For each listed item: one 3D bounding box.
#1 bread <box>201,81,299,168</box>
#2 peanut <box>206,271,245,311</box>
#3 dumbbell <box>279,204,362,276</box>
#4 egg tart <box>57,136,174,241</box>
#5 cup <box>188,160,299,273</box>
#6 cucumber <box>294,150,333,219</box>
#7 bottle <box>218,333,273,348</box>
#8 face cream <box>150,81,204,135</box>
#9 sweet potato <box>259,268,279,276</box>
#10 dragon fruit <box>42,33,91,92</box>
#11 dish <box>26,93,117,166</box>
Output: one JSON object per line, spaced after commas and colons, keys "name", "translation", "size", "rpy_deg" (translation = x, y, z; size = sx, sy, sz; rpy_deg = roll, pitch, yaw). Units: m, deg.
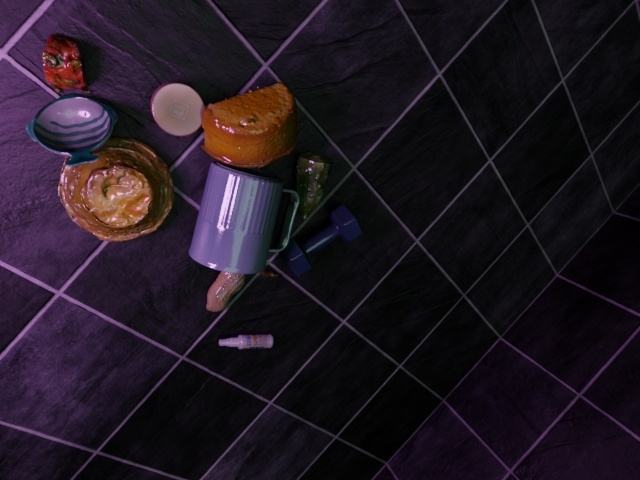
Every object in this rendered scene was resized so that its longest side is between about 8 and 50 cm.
{"name": "bread", "translation": [-0.186, -0.343, 1.257], "size": [0.339, 0.179, 0.194], "rpy_deg": [-28, 152, -25]}
{"name": "peanut", "translation": [-0.352, 0.173, 1.500], "size": [0.214, 0.090, 0.098], "rpy_deg": [-54, 152, 5]}
{"name": "dumbbell", "translation": [0.000, 0.000, 1.560], "size": [0.324, 0.144, 0.160], "rpy_deg": [-34, 123, -10]}
{"name": "egg tart", "translation": [-0.609, -0.142, 1.224], "size": [0.340, 0.129, 0.342], "rpy_deg": [-9, 115, -20]}
{"name": "cup", "translation": [-0.239, -0.075, 1.339], "size": [0.330, 0.257, 0.312], "rpy_deg": [12, 104, -13]}
{"name": "cucumber", "translation": [-0.036, -0.193, 1.477], "size": [0.134, 0.134, 0.245], "rpy_deg": [3, 113, -26]}
{"name": "bottle", "translation": [-0.301, 0.410, 1.641], "size": [0.217, 0.060, 0.060], "rpy_deg": [7, 108, -28]}
{"name": "face cream", "translation": [-0.428, -0.395, 1.212], "size": [0.149, 0.104, 0.149], "rpy_deg": [-10, 115, -22]}
{"name": "sweet potato", "translation": [-0.225, 0.109, 1.562], "size": [0.041, 0.038, 0.153], "rpy_deg": [-35, 127, 19]}
{"name": "dragon fruit", "translation": [-0.675, -0.464, 1.072], "size": [0.102, 0.096, 0.147], "rpy_deg": [-7, 116, -26]}
{"name": "dish", "translation": [-0.666, -0.287, 1.115], "size": [0.224, 0.246, 0.078], "rpy_deg": [-17, 158, -18]}
